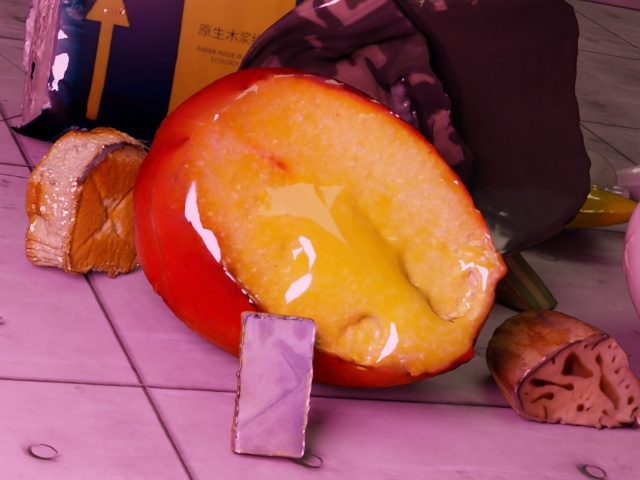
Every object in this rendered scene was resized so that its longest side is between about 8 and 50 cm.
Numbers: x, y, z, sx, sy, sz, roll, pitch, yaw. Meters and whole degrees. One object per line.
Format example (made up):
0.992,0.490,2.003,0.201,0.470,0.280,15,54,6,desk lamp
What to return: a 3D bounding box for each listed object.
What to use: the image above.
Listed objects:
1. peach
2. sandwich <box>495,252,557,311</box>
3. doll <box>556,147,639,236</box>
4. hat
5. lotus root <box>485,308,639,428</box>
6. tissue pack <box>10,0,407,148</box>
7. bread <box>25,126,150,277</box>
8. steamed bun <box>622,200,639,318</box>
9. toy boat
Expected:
0.000,0.000,1.421,0.338,0.281,0.281,27,23,30,peach
0.208,0.025,1.767,0.116,0.074,0.074,23,22,20,sandwich
0.302,-0.060,2.021,0.237,0.111,0.252,8,15,30,doll
0.107,-0.123,1.712,0.257,0.366,0.382,4,16,33,hat
0.228,0.114,1.526,0.159,0.095,0.135,7,17,-37,lotus root
-0.124,-0.208,1.834,0.417,0.253,0.264,7,-4,-17,tissue pack
-0.219,-0.036,1.531,0.069,0.140,0.128,18,13,31,bread
0.475,0.046,1.638,0.309,0.309,0.309,13,20,-5,steamed bun
-0.038,0.116,1.296,0.063,0.115,0.016,7,-7,-14,toy boat
